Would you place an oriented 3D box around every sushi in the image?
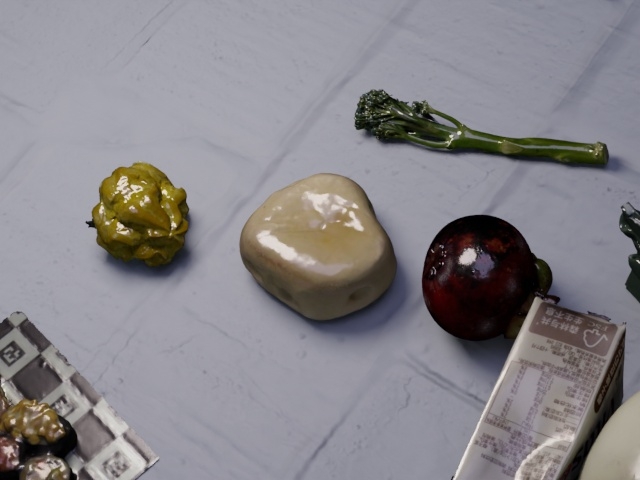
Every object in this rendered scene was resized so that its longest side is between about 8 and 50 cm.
[{"bbox_3d":[-0.466,0.293,1.842,0.359,0.064,0.343,-40,62,-17],"label":"sushi"}]

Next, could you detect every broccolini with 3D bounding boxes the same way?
[{"bbox_3d":[0.243,-0.175,2.050,0.392,0.074,0.079,7,66,13],"label":"broccolini"}]

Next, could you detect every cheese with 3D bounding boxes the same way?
[{"bbox_3d":[0.000,0.000,1.945,0.235,0.117,0.218,14,58,11],"label":"cheese"}]

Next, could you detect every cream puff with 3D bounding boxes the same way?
[{"bbox_3d":[-0.257,-0.039,1.996,0.156,0.121,0.156,0,55,0],"label":"cream puff"}]

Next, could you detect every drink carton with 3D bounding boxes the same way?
[{"bbox_3d":[0.275,0.259,1.695,0.132,0.194,0.324,18,61,23],"label":"drink carton"}]

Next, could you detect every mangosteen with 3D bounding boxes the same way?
[{"bbox_3d":[0.237,0.057,1.860,0.200,0.200,0.200,-3,57,5],"label":"mangosteen"}]

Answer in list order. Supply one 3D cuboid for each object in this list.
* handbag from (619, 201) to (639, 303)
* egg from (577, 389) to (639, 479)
[{"bbox_3d":[0.492,0.073,1.762,0.079,0.247,0.260,-34,61,-6],"label":"handbag"},{"bbox_3d":[0.448,0.304,1.597,0.283,0.283,0.345,17,53,17],"label":"egg"}]
